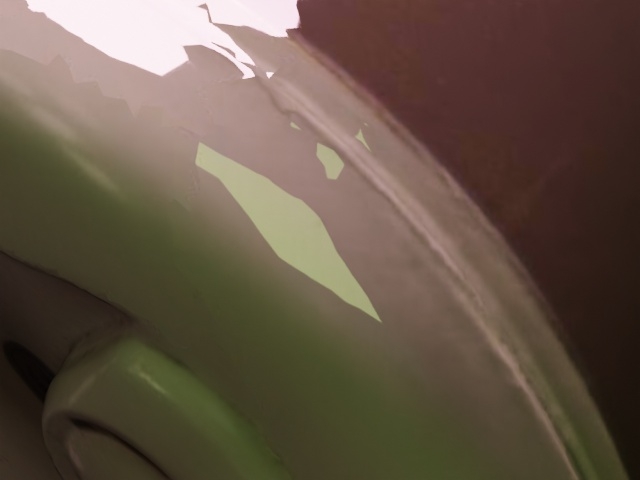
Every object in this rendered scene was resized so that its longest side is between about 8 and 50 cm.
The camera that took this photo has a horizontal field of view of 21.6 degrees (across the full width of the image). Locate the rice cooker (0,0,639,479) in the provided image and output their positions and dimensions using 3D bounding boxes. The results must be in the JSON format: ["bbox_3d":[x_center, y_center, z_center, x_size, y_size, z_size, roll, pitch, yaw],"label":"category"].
[{"bbox_3d":[0.000,0.000,0.526,0.335,0.335,0.325,42,57,2],"label":"rice cooker"}]
